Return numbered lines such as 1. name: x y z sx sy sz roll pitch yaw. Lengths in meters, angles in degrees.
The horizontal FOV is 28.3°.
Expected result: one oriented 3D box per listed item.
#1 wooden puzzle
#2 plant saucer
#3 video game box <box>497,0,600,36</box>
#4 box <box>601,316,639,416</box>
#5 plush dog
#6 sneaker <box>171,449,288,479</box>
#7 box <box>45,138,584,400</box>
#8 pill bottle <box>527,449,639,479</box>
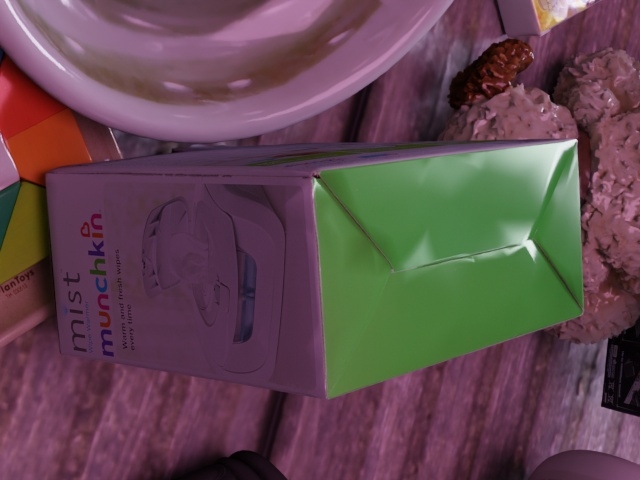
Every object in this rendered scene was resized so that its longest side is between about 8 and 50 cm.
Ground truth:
1. wooden puzzle: -0.222 -0.050 0.767 0.221 0.044 0.239 -35 114 -31
2. plant saucer: -0.050 -0.256 0.779 0.400 0.100 0.400 -20 131 -24
3. video game box: 0.207 -0.302 1.093 0.187 0.048 0.205 -31 112 -35
4. box: 0.340 0.008 1.071 0.076 0.242 0.307 6 88 -16
5. plush dog: 0.196 -0.043 1.032 0.225 0.210 0.262 5 90 -16
6. sneaker: -0.035 0.282 0.901 0.147 0.104 0.296 -31 107 -28
7. box: 0.000 0.000 0.805 0.262 0.231 0.127 -11 100 -48
8. pill bottle: 0.168 0.385 0.995 0.408 0.229 0.229 -49 121 -25
